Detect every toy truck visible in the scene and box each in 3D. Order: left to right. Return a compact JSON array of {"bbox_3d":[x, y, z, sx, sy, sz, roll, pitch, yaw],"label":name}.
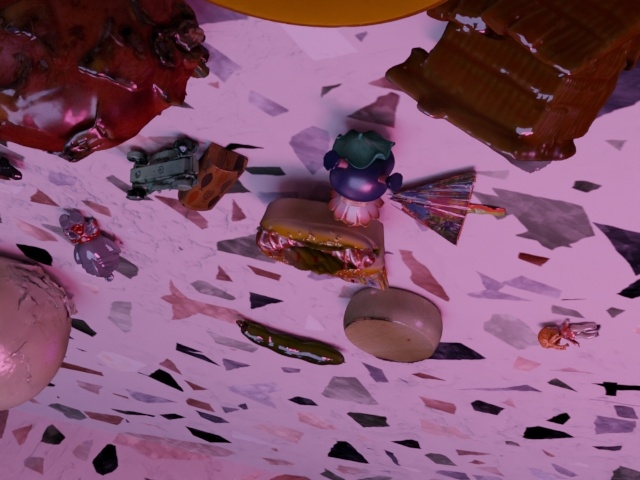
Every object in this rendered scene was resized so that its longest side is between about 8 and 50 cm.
[{"bbox_3d":[-0.238,-0.106,1.639,0.154,0.080,0.078,-9,166,39],"label":"toy truck"}]

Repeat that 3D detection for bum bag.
[{"bbox_3d":[-0.579,-0.135,1.797,0.124,0.034,0.058,16,163,-1],"label":"bum bag"}]

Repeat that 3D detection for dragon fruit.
[{"bbox_3d":[-0.307,-0.216,1.262,0.250,0.315,0.250,50,168,15],"label":"dragon fruit"}]

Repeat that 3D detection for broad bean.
[{"bbox_3d":[-0.066,0.225,2.220,0.255,0.046,0.065,19,140,-6],"label":"broad bean"}]

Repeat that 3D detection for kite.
[{"bbox_3d":[0.192,-0.051,1.588,0.183,0.014,0.241,7,153,9],"label":"kite"}]

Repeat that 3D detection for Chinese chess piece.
[{"bbox_3d":[0.137,0.158,1.953,0.188,0.083,0.188,13,151,7],"label":"Chinese chess piece"}]

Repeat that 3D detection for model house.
[{"bbox_3d":[0.226,-0.212,1.097,0.199,0.219,0.229,39,113,14],"label":"model house"}]

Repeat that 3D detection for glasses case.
[{"bbox_3d":[-0.177,-0.095,1.661,0.065,0.041,0.170,22,152,-16],"label":"glasses case"}]

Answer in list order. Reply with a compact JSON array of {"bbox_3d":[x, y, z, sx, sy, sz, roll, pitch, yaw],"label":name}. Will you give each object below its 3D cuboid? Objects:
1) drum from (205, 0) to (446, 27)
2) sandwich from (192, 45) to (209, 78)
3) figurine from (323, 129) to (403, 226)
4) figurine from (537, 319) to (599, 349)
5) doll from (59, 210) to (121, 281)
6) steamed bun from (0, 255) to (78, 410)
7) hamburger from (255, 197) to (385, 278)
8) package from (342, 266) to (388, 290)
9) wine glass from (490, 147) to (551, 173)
[{"bbox_3d":[-0.014,-0.380,0.830,0.431,0.214,0.431,11,153,6],"label":"drum"},{"bbox_3d":[-0.216,-0.252,1.387,0.135,0.029,0.067,9,152,12],"label":"sandwich"},{"bbox_3d":[0.063,-0.086,1.486,0.111,0.102,0.195,9,152,5],"label":"figurine"},{"bbox_3d":[0.442,0.169,1.856,0.109,0.047,0.064,-12,114,32],"label":"figurine"},{"bbox_3d":[-0.436,0.012,1.975,0.094,0.079,0.180,-17,132,8],"label":"doll"},{"bbox_3d":[-0.664,0.209,2.213,0.233,0.312,0.334,-1,153,25],"label":"steamed bun"},{"bbox_3d":[0.000,0.000,1.633,0.210,0.116,0.173,9,175,12],"label":"hamburger"},{"bbox_3d":[0.064,0.047,1.825,0.121,0.031,0.108,11,153,20],"label":"package"},{"bbox_3d":[0.219,-0.162,1.282,0.079,0.079,0.195,-11,142,41],"label":"wine glass"}]
